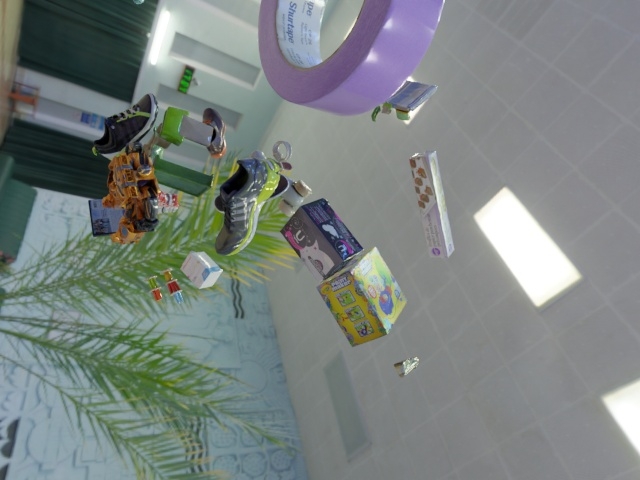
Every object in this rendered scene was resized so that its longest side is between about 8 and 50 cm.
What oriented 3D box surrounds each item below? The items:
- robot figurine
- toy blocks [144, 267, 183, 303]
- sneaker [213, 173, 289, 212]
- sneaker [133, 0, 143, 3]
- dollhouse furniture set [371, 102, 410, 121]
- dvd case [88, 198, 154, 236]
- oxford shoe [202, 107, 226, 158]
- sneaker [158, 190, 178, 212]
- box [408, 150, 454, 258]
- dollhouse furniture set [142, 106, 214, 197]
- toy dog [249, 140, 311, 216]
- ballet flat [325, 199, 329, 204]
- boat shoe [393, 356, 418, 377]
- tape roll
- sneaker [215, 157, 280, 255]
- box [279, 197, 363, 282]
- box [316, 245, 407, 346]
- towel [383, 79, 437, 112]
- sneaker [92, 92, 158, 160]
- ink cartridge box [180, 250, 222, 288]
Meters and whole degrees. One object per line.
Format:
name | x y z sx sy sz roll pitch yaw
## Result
robot figurine | -0.457 -0.102 0.991 0.291 0.085 0.211 -35 -108 52
toy blocks | -0.635 0.205 1.692 0.148 0.123 0.054 64 -4 5
sneaker | -0.263 -0.180 1.586 0.123 0.290 0.106 141 -71 -81
sneaker | -0.689 -0.858 1.315 0.110 0.283 0.122 12 -87 55
dollhouse furniture set | 0.288 -0.510 1.690 0.151 0.076 0.059 19 -105 22
dvd case | -0.897 -0.110 1.868 0.022 0.253 0.180 -47 -124 55
oxford shoe | -0.465 -0.485 1.775 0.097 0.098 0.271 -21 -118 3
sneaker | -0.684 -0.190 1.759 0.270 0.145 0.090 124 -42 -65
box | 0.338 -0.104 1.247 0.063 0.067 0.324 -1 -68 39
dollhouse furniture set | -0.426 -0.220 1.203 0.301 0.151 0.198 -19 -119 52
toy dog | -0.172 -0.272 1.892 0.220 0.161 0.334 -23 -91 12
ballet flat | -0.002 -0.125 2.045 0.049 0.057 0.173 0 -120 48
boat shoe | 0.302 0.438 1.435 0.056 0.153 0.048 -26 -109 26
tape roll | 0.027 -0.316 0.560 0.275 0.090 0.275 1 -89 47
sneaker | -0.226 -0.095 1.109 0.111 0.121 0.300 37 -72 38
box | 0.000 0.000 1.490 0.247 0.142 0.163 53 -50 11
box | 0.175 0.219 1.673 0.177 0.290 0.279 -30 -86 32
towel | 0.367 -0.684 1.910 0.209 0.034 0.285 -42 -130 -19
sneaker | -0.549 -0.322 1.158 0.235 0.097 0.084 -52 -127 7
ink cartridge box | -0.499 0.115 1.716 0.143 0.090 0.092 43 -73 16
